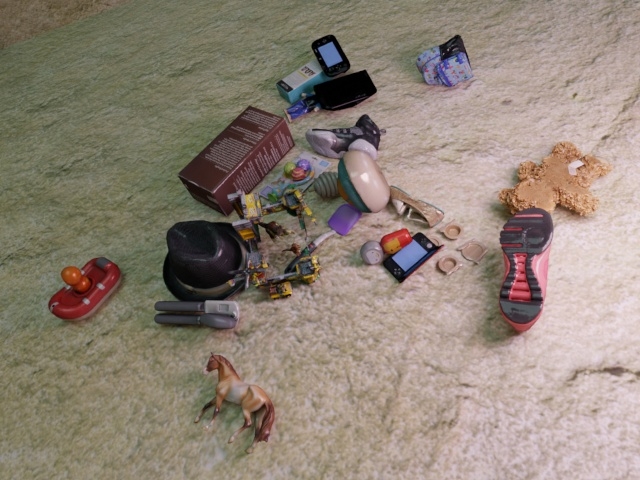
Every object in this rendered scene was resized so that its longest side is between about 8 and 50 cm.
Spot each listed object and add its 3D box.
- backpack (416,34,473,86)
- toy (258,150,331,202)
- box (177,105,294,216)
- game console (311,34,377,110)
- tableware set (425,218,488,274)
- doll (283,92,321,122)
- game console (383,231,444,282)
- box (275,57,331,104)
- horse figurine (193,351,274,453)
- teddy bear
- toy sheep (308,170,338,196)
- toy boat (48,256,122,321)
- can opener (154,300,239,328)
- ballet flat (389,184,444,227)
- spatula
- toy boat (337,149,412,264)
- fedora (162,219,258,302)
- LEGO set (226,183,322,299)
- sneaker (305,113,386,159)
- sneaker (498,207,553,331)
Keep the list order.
[{"bbox_3d":[0.430,-0.610,1.656,0.173,0.158,0.117,-15,69,24],"label":"backpack"},{"bbox_3d":[-0.091,-0.223,1.596,0.136,0.056,0.237,29,67,31],"label":"toy"},{"bbox_3d":[-0.285,-0.284,1.652,0.191,0.143,0.381,28,65,31],"label":"box"},{"bbox_3d":[0.054,-0.649,1.809,0.213,0.044,0.361,-20,65,-7],"label":"game console"},{"bbox_3d":[0.361,0.018,1.297,0.141,0.020,0.169,-33,52,-7],"label":"tableware set"},{"bbox_3d":[-0.048,-0.522,1.807,0.188,0.046,0.129,-25,52,-1],"label":"doll"},{"bbox_3d":[0.245,0.039,1.266,0.144,0.085,0.124,-40,53,-2],"label":"game console"},{"bbox_3d":[-0.049,-0.648,1.891,0.244,0.060,0.100,-35,53,-9],"label":"box"},{"bbox_3d":[-0.206,0.404,1.167,0.263,0.066,0.175,15,67,29],"label":"horse figurine"},{"bbox_3d":[0.643,-0.153,1.294,0.245,0.113,0.338,25,58,23],"label":"teddy bear"},{"bbox_3d":[0.022,-0.180,1.511,0.132,0.091,0.091,-25,51,-8],"label":"toy sheep"},{"bbox_3d":[-0.755,0.136,1.482,0.151,0.151,0.231,23,64,30],"label":"toy boat"},{"bbox_3d":[-0.357,0.206,1.341,0.280,0.093,0.074,-1,85,22],"label":"can opener"},{"bbox_3d":[0.263,-0.097,1.386,0.206,0.073,0.067,32,83,37],"label":"ballet flat"},{"bbox_3d":[0.000,0.000,1.418,0.296,0.030,0.084,-42,57,-14],"label":"spatula"},{"bbox_3d":[0.130,-0.098,1.330,0.148,0.267,0.318,-26,80,15],"label":"toy boat"},{"bbox_3d":[-0.359,0.032,1.432,0.333,0.153,0.334,-8,53,11],"label":"fedora"},{"bbox_3d":[-0.131,-0.018,1.313,0.254,0.192,0.332,-6,70,3],"label":"LEGO set"},{"bbox_3d":[0.090,-0.358,1.613,0.268,0.101,0.153,20,62,22],"label":"sneaker"},{"bbox_3d":[0.489,0.070,1.140,0.115,0.136,0.314,7,66,28],"label":"sneaker"}]
